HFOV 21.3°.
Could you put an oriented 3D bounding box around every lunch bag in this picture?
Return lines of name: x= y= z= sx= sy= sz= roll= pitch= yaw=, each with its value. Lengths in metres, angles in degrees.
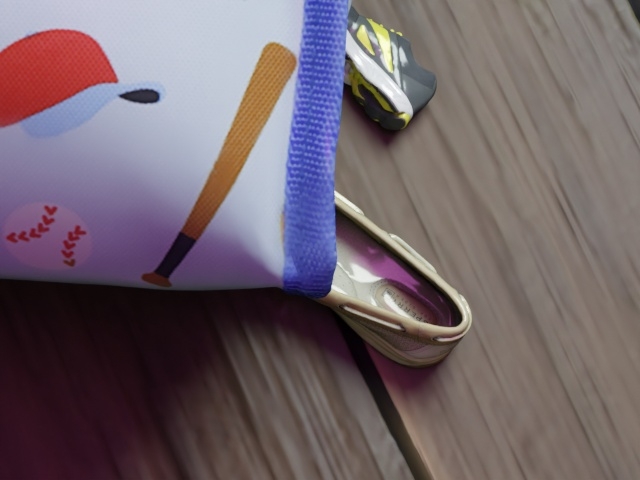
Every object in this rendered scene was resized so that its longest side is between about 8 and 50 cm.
lunch bag: x=-0.139 y=-0.186 z=0.596 sx=0.328 sy=0.239 sz=0.385 roll=5 pitch=97 yaw=-3

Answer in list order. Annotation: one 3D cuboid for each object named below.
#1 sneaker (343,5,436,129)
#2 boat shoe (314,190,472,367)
sneaker: x=0.022 y=-0.090 z=0.805 sx=0.035 sy=0.031 sz=0.083 roll=-35 pitch=85 yaw=-29
boat shoe: x=-0.001 y=0.002 z=0.762 sx=0.153 sy=0.048 sz=0.056 roll=37 pitch=72 yaw=4
